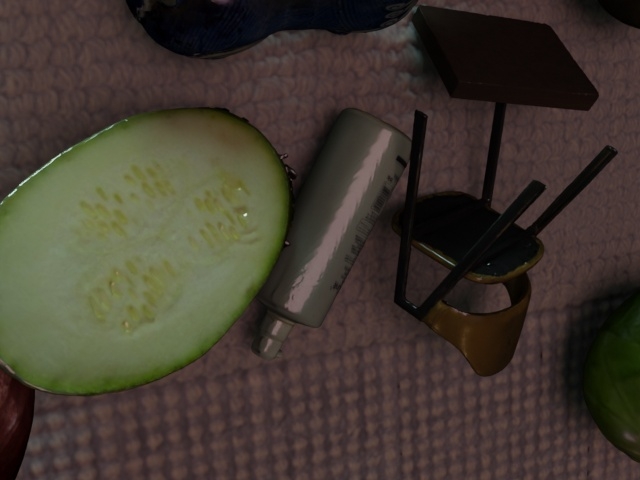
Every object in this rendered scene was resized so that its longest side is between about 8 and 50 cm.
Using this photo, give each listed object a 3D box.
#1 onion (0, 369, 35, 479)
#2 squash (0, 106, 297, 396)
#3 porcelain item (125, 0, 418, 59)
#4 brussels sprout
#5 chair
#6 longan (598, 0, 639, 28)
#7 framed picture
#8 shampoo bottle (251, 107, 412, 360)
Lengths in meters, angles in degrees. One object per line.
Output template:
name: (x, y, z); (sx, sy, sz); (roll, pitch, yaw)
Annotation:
onion: (-0.374, 0.104, 0.467); (0.341, 0.341, 0.342); (-4, 102, -20)
squash: (-0.124, -0.005, 0.551); (0.189, 0.260, 0.190); (1, 104, 6)
porcelain item: (-0.021, -0.231, 0.604); (0.287, 0.186, 0.138); (-11, 108, -19)
brussels sprout: (0.441, 0.168, 0.855); (0.243, 0.244, 0.244); (-4, 102, -20)
chair: (0.166, -0.003, 0.721); (0.158, 0.172, 0.247); (-23, 142, -43)
longan: (0.371, -0.317, 0.753); (0.187, 0.167, 0.167); (-39, 112, -24)
framed picture: (0.191, -0.190, 0.733); (0.168, 0.128, 0.023); (1, 140, -21)
shampoo bottle: (0.000, 0.000, 0.710); (0.085, 0.085, 0.263); (28, 90, -23)
